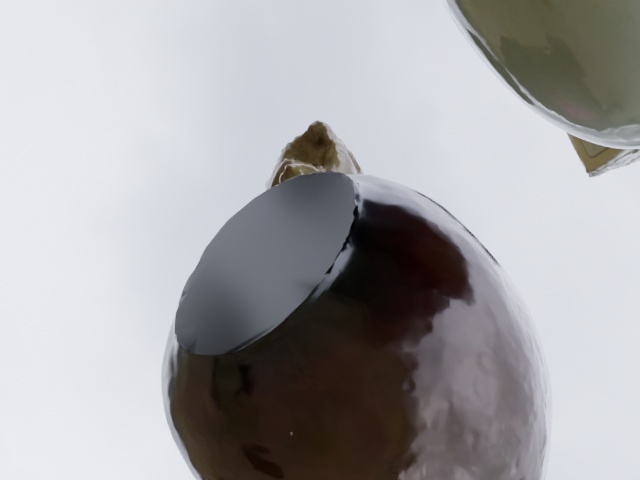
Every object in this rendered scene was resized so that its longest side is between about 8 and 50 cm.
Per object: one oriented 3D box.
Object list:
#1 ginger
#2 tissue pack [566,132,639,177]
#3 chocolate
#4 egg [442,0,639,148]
[{"bbox_3d":[-0.001,0.004,0.979,0.051,0.069,0.173,14,-21,9],"label":"ginger"},{"bbox_3d":[0.223,-0.164,1.416,0.148,0.092,0.196,-36,-106,54],"label":"tissue pack"},{"bbox_3d":[0.019,0.063,0.799,0.177,0.177,0.176,15,-70,46],"label":"chocolate"},{"bbox_3d":[0.114,-0.138,0.780,0.151,0.151,0.209,-28,-115,49],"label":"egg"}]
